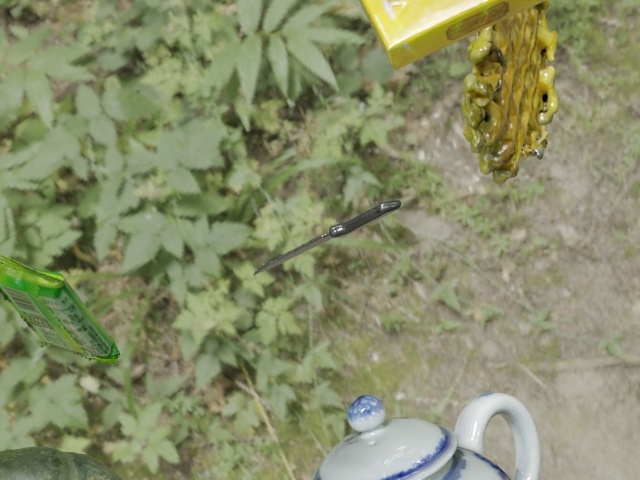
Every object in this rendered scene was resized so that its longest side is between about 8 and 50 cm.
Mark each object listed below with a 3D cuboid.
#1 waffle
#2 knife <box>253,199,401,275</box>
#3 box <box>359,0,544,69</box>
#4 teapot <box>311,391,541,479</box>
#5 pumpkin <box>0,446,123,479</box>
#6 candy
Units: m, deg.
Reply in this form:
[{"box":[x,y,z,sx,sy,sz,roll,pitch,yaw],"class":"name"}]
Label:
[{"box":[0.238,-0.214,1.377,0.060,0.281,0.262,4,14,27],"class":"waffle"},{"box":[0.000,0.000,0.916,0.170,0.023,0.010,-27,72,40],"class":"knife"},{"box":[0.073,-0.279,0.917,0.152,0.043,0.269,-23,64,1],"class":"box"},{"box":[0.085,0.288,1.159,0.424,0.280,0.252,-25,12,-35],"class":"teapot"},{"box":[-0.325,0.347,1.083,0.327,0.292,0.257,5,13,-24],"class":"pumpkin"},{"box":[-0.280,0.071,1.171,0.102,0.178,0.032,10,60,20],"class":"candy"}]
